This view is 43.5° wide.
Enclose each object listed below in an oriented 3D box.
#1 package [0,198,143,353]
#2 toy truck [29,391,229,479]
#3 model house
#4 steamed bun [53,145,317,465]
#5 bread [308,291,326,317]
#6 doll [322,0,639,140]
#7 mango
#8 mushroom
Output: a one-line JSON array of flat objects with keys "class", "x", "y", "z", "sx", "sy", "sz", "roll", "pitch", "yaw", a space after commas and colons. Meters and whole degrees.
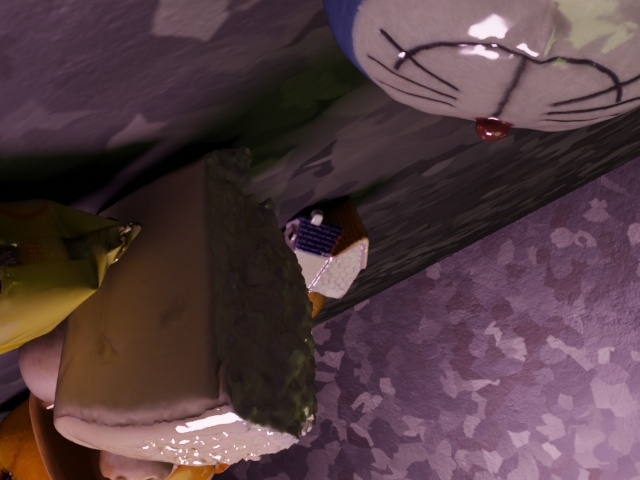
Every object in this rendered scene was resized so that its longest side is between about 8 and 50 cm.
[{"class": "package", "x": -0.235, "y": 0.032, "z": 0.491, "sx": 0.168, "sy": 0.090, "sz": 0.226, "roll": -28, "pitch": 167, "yaw": 32}, {"class": "toy truck", "x": -0.242, "y": 0.232, "z": 1.053, "sx": 0.204, "sy": 0.288, "sz": 0.211, "roll": -25, "pitch": 145, "yaw": 0}, {"class": "model house", "x": 0.000, "y": 0.000, "z": 0.967, "sx": 0.101, "sy": 0.087, "sz": 0.100, "roll": 15, "pitch": 123, "yaw": -25}, {"class": "steamed bun", "x": -0.084, "y": 0.056, "z": 0.611, "sx": 0.200, "sy": 0.225, "sz": 0.170, "roll": -17, "pitch": 148, "yaw": 30}, {"class": "bread", "x": -0.054, "y": 0.084, "z": 1.195, "sx": 0.147, "sy": 0.098, "sz": 0.217, "roll": -22, "pitch": 169, "yaw": 2}, {"class": "doll", "x": 0.091, "y": -0.125, "z": 0.327, "sx": 0.228, "sy": 0.153, "sz": 0.258, "roll": 8, "pitch": 160, "yaw": -1}, {"class": "mango", "x": -0.359, "y": 0.315, "z": 1.304, "sx": 0.378, "sy": 0.221, "sz": 0.264, "roll": -31, "pitch": 173, "yaw": -41}, {"class": "mushroom", "x": -0.176, "y": 0.114, "z": 0.762, "sx": 0.207, "sy": 0.209, "sz": 0.206, "roll": -10, "pitch": 151, "yaw": -6}]
